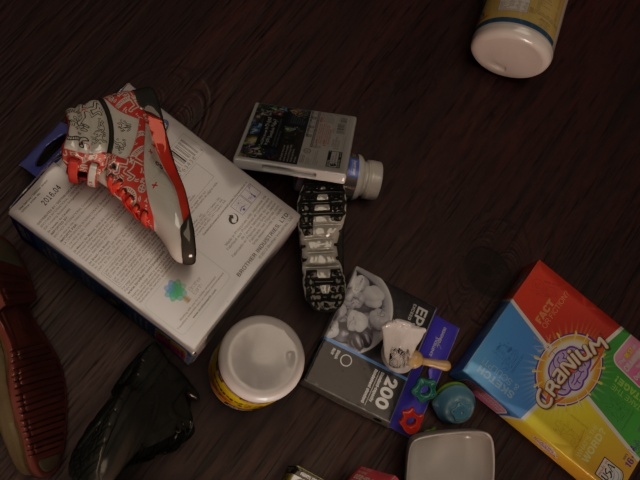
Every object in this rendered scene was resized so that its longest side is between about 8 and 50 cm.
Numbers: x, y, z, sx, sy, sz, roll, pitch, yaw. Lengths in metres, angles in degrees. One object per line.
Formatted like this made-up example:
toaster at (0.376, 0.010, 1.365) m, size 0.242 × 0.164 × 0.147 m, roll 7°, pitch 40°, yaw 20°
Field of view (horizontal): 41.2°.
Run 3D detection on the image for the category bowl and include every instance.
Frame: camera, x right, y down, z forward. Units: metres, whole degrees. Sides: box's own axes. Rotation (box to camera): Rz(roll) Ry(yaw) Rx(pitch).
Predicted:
bowl at (0.191, 0.351, 1.302) m, size 0.142 × 0.053 × 0.142 m, roll -2°, pitch 99°, yaw -12°

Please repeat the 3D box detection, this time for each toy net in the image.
toy net at (0.147, 0.215, 1.314) m, size 0.122 × 0.045 × 0.232 m, roll -36°, pitch 108°, yaw 0°

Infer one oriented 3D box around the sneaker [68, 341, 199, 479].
sneaker at (-0.238, 0.251, 1.161) m, size 0.130 × 0.109 × 0.286 m, roll 41°, pitch 26°, yaw -9°

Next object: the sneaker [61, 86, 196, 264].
sneaker at (-0.266, -0.076, 1.165) m, size 0.145 × 0.090 × 0.270 m, roll -15°, pitch 74°, yaw -15°

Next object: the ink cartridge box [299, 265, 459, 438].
ink cartridge box at (0.102, 0.178, 1.352) m, size 0.208 × 0.045 × 0.206 m, roll 27°, pitch 71°, yaw -6°

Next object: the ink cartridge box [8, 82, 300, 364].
ink cartridge box at (-0.267, -0.042, 1.276) m, size 0.395 × 0.151 × 0.270 m, roll 38°, pitch 70°, yaw -1°

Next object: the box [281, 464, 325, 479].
box at (-0.057, 0.450, 1.235) m, size 0.087 × 0.058 × 0.232 m, roll 30°, pitch 71°, yaw -5°

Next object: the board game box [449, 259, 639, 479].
board game box at (0.405, 0.224, 1.393) m, size 0.316 × 0.064 × 0.242 m, roll 39°, pitch 71°, yaw 0°

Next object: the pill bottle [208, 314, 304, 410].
pill bottle at (-0.098, 0.181, 1.217) m, size 0.117 × 0.215 × 0.117 m, roll 3°, pitch 74°, yaw -11°

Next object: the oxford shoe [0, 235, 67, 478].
oxford shoe at (-0.459, 0.175, 1.214) m, size 0.130 × 0.123 × 0.348 m, roll -19°, pitch 80°, yaw 10°

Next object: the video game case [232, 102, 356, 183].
video game case at (-0.036, -0.158, 1.355) m, size 0.173 × 0.022 × 0.190 m, roll 9°, pitch 37°, yaw 2°

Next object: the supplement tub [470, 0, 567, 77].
supplement tub at (0.359, -0.406, 1.514) m, size 0.144 × 0.144 × 0.200 m, roll 21°, pitch 71°, yaw -6°

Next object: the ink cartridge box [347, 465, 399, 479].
ink cartridge box at (0.053, 0.455, 1.202) m, size 0.218 × 0.092 × 0.159 m, roll -45°, pitch 112°, yaw -27°

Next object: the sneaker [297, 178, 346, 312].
sneaker at (0.000, 0.000, 1.343) m, size 0.078 × 0.106 × 0.234 m, roll -1°, pitch 81°, yaw -4°

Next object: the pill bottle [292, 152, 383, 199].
pill bottle at (0.028, -0.108, 1.396) m, size 0.137 × 0.078 × 0.078 m, roll 9°, pitch 73°, yaw -9°
